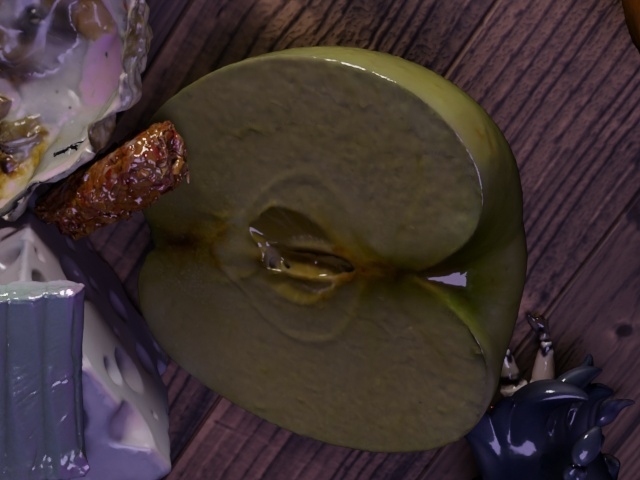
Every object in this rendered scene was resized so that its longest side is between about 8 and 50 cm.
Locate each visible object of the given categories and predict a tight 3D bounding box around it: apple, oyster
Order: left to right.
[{"bbox_3d":[-0.226,-0.186,1.363,0.201,0.107,0.354,42,114,23],"label":"oyster"},{"bbox_3d":[0.000,0.000,1.383,0.360,0.320,0.311,10,162,28],"label":"apple"}]

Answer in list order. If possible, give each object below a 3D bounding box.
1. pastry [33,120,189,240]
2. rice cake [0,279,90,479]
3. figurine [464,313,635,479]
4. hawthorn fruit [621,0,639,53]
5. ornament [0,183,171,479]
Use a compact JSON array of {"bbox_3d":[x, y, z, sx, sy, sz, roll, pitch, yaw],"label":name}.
[{"bbox_3d":[-0.184,-0.047,1.367,0.169,0.087,0.063,-25,110,37],"label":"pastry"},{"bbox_3d":[-0.283,0.127,1.286,0.189,0.037,0.198,-5,117,-5],"label":"rice cake"},{"bbox_3d":[0.234,0.235,1.616,0.175,0.197,0.265,-7,125,23],"label":"figurine"},{"bbox_3d":[0.392,-0.265,1.330,0.268,0.268,0.301,-4,108,-6],"label":"hawthorn fruit"},{"bbox_3d":[-0.305,0.126,1.439,0.239,0.240,0.240,-30,117,8],"label":"ornament"}]
